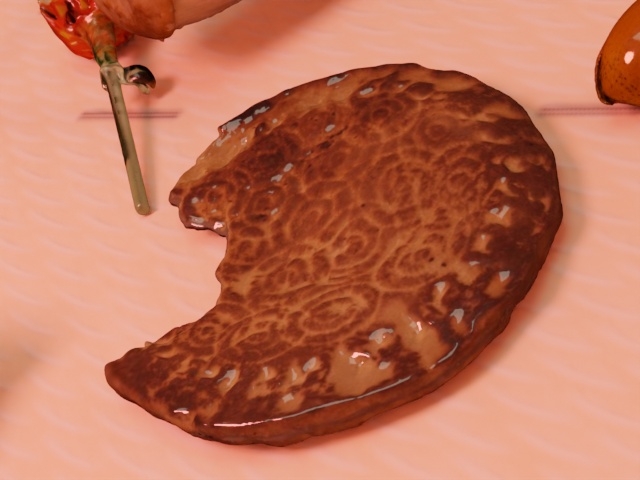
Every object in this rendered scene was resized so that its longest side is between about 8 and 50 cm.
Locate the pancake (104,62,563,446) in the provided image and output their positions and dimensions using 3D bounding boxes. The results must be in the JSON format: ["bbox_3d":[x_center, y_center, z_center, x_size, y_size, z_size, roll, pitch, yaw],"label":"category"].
[{"bbox_3d":[0.000,0.000,0.824,0.286,0.033,0.288,-36,38,-11],"label":"pancake"}]

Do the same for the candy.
[{"bbox_3d":[-0.148,-0.118,1.021,0.078,0.084,0.287,-20,45,0],"label":"candy"}]

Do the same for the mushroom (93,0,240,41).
[{"bbox_3d":[-0.005,-0.240,1.031,0.351,0.095,0.122,-25,60,-15],"label":"mushroom"}]

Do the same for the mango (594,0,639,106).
[{"bbox_3d":[0.211,-0.115,0.814,0.127,0.063,0.077,-20,46,8],"label":"mango"}]
